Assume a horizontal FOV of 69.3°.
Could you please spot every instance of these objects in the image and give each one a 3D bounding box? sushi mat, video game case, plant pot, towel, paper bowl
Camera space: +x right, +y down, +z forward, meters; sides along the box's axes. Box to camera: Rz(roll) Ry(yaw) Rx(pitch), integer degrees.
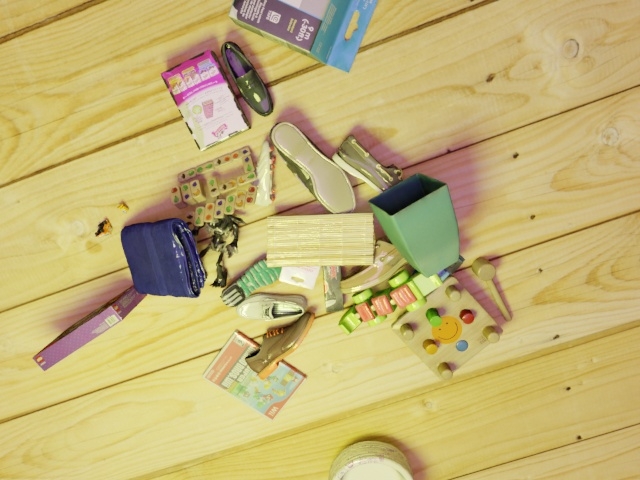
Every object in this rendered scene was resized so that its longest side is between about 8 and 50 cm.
[{"bbox_3d":[0.000,0.000,1.341,0.317,0.019,0.151,-2,88,5],"label":"sushi mat"},{"bbox_3d":[-0.219,0.451,1.533,0.285,0.025,0.204,35,101,-8],"label":"video game case"},{"bbox_3d":[0.272,-0.030,1.252,0.166,0.165,0.234,-30,113,-5],"label":"plant pot"},{"bbox_3d":[-0.457,0.051,1.342,0.308,0.076,0.227,-4,102,41],"label":"towel"},{"bbox_3d":[0.168,0.804,1.552,0.285,0.148,0.284,0,104,1],"label":"paper bowl"}]

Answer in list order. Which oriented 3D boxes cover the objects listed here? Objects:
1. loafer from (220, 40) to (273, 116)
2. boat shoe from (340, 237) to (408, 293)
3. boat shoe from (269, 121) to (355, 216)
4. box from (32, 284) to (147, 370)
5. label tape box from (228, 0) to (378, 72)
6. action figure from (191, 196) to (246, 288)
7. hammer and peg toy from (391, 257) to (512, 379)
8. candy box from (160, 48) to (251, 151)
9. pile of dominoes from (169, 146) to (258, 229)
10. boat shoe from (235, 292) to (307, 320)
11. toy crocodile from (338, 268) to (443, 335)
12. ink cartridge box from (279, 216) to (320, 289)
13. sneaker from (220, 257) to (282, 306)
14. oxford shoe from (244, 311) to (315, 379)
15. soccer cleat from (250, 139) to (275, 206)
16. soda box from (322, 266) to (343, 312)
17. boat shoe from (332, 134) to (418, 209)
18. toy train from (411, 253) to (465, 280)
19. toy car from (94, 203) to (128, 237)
[{"bbox_3d":[-0.207,-0.447,1.291,0.076,0.078,0.223,-30,101,7],"label":"loafer"},{"bbox_3d":[0.195,0.043,1.393,0.341,0.121,0.110,-31,97,-3],"label":"boat shoe"},{"bbox_3d":[-0.020,-0.209,1.352,0.112,0.095,0.335,-43,104,-2],"label":"boat shoe"},{"bbox_3d":[-0.687,0.254,1.397,0.293,0.201,0.057,-32,102,7],"label":"box"},{"bbox_3d":[-0.034,-0.636,1.229,0.348,0.115,0.249,23,102,-3],"label":"label tape box"},{"bbox_3d":[-0.314,0.009,1.371,0.164,0.141,0.275,11,106,-1],"label":"action figure"},{"bbox_3d":[0.435,0.243,1.427,0.361,0.127,0.266,-42,100,9],"label":"hammer and peg toy"},{"bbox_3d":[-0.319,-0.391,1.308,0.159,0.071,0.233,-24,102,5],"label":"candy box"},{"bbox_3d":[-0.304,-0.155,1.326,0.251,0.040,0.195,-21,66,5],"label":"pile of dominoes"},{"bbox_3d":[-0.157,0.209,1.448,0.227,0.076,0.083,-9,103,2],"label":"boat shoe"},{"bbox_3d":[0.199,0.178,1.367,0.341,0.105,0.115,-29,93,25],"label":"toy crocodile"},{"bbox_3d":[-0.048,0.038,1.395,0.116,0.067,0.198,16,91,-3],"label":"ink cartridge box"},{"bbox_3d":[-0.215,0.116,1.433,0.224,0.098,0.083,-32,107,-17],"label":"sneaker"},{"bbox_3d":[-0.127,0.313,1.449,0.098,0.097,0.271,43,94,-4],"label":"oxford shoe"},{"bbox_3d":[-0.173,-0.195,1.359,0.076,0.068,0.196,3,106,3],"label":"soccer cleat"},{"bbox_3d":[0.039,0.136,1.442,0.060,0.053,0.168,-4,103,1],"label":"soda box"},{"bbox_3d":[0.181,-0.187,1.336,0.305,0.109,0.091,34,106,-4],"label":"boat shoe"},{"bbox_3d":[0.349,0.086,1.402,0.080,0.105,0.184,40,100,-8],"label":"toy train"},{"bbox_3d":[-0.627,-0.051,1.401,0.122,0.060,0.040,-35,133,15],"label":"toy car"}]
